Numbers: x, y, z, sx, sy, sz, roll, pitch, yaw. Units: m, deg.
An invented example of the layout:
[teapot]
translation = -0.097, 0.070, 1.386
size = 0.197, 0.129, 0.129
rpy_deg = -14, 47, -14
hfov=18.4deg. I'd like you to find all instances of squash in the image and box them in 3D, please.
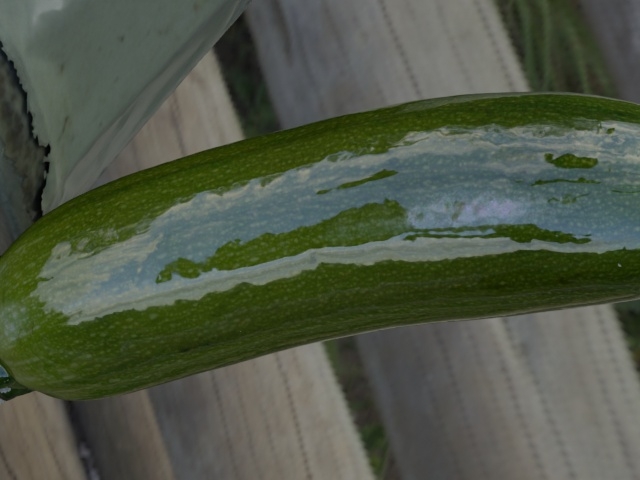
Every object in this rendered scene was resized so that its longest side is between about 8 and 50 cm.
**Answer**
[squash]
translation = 0.000, 0.000, 0.577
size = 0.258, 0.069, 0.069
rpy_deg = -11, 61, 18

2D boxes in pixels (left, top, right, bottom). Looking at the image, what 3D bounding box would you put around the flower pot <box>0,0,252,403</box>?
[flower pot]
translation = -0.147, -0.119, 0.757
size = 0.290, 0.290, 0.259
rpy_deg = 36, 57, 9
